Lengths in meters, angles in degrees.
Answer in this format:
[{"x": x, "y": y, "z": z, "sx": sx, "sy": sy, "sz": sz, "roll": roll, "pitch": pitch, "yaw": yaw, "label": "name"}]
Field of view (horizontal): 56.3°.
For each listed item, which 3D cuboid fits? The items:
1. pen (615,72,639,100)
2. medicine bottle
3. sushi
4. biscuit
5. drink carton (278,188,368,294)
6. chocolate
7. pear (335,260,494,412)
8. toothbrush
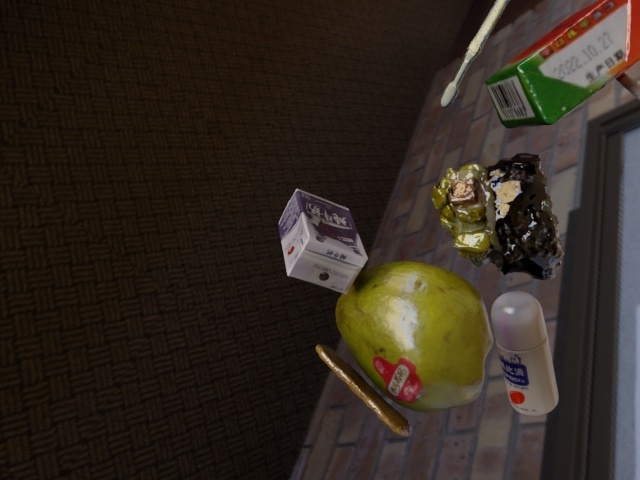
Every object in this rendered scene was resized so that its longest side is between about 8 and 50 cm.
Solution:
[{"x": 0.769, "y": -0.314, "z": 1.381, "sx": 0.028, "sy": 0.028, "sz": 0.239, "roll": 11, "pitch": 39, "yaw": -38, "label": "pen"}, {"x": 0.526, "y": 0.284, "z": 1.543, "sx": 0.130, "sy": 0.130, "sz": 0.341, "roll": -45, "pitch": 125, "yaw": -43, "label": "medicine bottle"}, {"x": 0.454, "y": -0.053, "z": 1.549, "sx": 0.328, "sy": 0.285, "sz": 0.329, "roll": -52, "pitch": 127, "yaw": -69, "label": "sushi"}, {"x": 0.079, "y": 0.287, "z": 1.148, "sx": 0.247, "sy": 0.029, "sz": 0.118, "roll": 41, "pitch": 1, "yaw": 27, "label": "biscuit"}, {"x": -0.001, "y": 0.000, "z": 1.231, "sx": 0.134, "sy": 0.102, "sz": 0.222, "roll": 22, "pitch": 25, "yaw": -20, "label": "drink carton"}, {"x": 0.596, "y": -0.429, "z": 1.450, "sx": 0.161, "sy": 0.341, "sz": 0.360, "roll": 52, "pitch": 7, "yaw": -6, "label": "chocolate"}, {"x": 0.182, "y": 0.179, "z": 1.234, "sx": 0.287, "sy": 0.375, "sz": 0.287, "roll": -38, "pitch": 143, "yaw": -36, "label": "pear"}, {"x": 0.287, "y": -0.363, "z": 1.049, "sx": 0.026, "sy": 0.294, "sz": 0.028, "roll": 39, "pitch": 36, "yaw": 20, "label": "toothbrush"}]
